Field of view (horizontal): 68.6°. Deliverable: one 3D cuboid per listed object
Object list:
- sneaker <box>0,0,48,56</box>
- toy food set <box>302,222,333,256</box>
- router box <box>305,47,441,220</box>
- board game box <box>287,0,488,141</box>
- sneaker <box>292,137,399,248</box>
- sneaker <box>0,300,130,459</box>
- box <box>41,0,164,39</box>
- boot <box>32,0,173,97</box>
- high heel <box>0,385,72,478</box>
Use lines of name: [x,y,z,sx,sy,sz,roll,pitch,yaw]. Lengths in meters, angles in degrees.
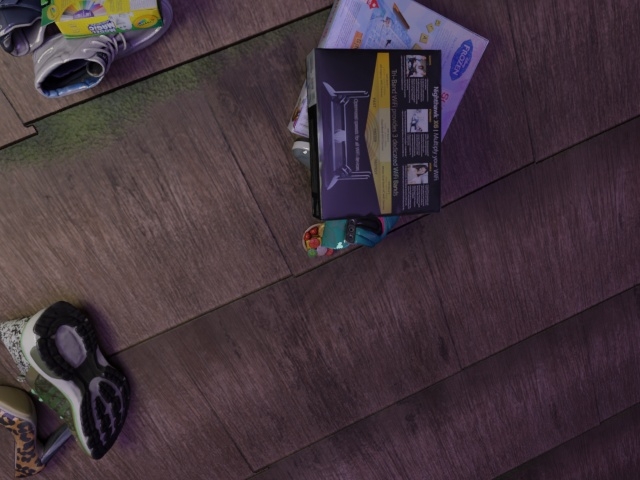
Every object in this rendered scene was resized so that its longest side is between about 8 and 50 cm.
sneaker: [-0.548,-0.373,0.736,0.227,0.086,0.163,-11,90,-10]
toy food set: [0.000,0.000,1.084,0.084,0.020,0.082,-16,114,-8]
router box: [0.103,-0.199,0.893,0.243,0.081,0.308,-4,100,-13]
board game box: [0.136,-0.320,0.966,0.318,0.066,0.318,18,106,-20]
sneaker: [0.034,-0.073,0.999,0.296,0.124,0.178,31,81,-24]
sneaker: [-0.562,0.309,1.031,0.182,0.158,0.409,0,117,19]
box: [-0.349,-0.381,0.748,0.180,0.043,0.105,-9,69,-7]
boot: [-0.362,-0.324,0.795,0.259,0.123,0.095,-27,143,3]
high heel: [-0.701,0.432,1.036,0.186,0.093,0.261,-46,124,-1]
